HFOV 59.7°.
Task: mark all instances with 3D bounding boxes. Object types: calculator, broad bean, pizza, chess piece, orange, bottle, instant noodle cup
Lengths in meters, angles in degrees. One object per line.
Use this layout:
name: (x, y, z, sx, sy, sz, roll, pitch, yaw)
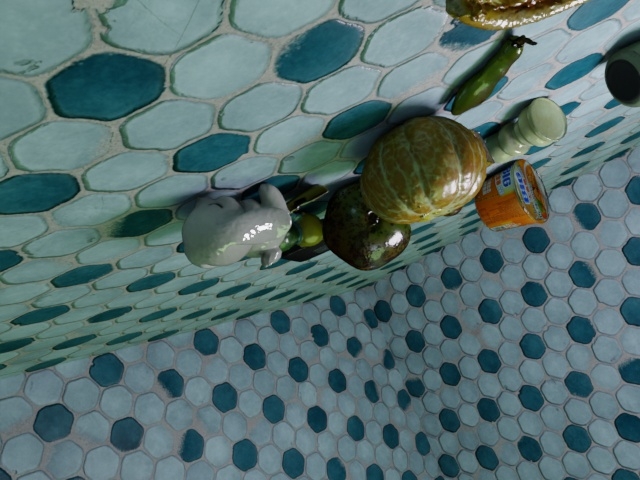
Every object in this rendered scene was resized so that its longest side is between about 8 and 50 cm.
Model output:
calculator: (-0.087, -0.094, 1.563, 0.237, 0.033, 0.157, -31, -172, 2)
broad bean: (0.382, -0.375, 1.261, 0.075, 0.067, 0.325, -50, 178, -26)
pizza: (0.377, -0.434, 0.957, 0.365, 0.073, 0.182, -17, 175, -25)
chess piece: (0.618, -0.321, 1.735, 0.144, 0.144, 0.251, -16, 171, -27)
orange: (0.256, -0.177, 1.434, 0.329, 0.249, 0.329, -18, 164, -6)
bottle: (0.960, -0.497, 1.506, 0.347, 0.168, 0.168, -26, 168, -7)
instant noodle cup: (0.797, -0.175, 2.357, 0.214, 0.296, 0.296, -21, 171, 42)

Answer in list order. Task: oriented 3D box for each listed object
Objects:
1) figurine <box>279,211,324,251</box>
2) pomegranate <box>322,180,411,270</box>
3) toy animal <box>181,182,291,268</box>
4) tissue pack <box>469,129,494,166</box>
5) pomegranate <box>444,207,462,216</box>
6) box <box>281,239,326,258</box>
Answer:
figurine: (-0.094, -0.022, 1.807, 0.234, 0.127, 0.185, -29, -173, -42)
pomegranate: (0.131, -0.042, 1.770, 0.285, 0.285, 0.341, -20, 178, -9)
toy animal: (-0.220, -0.019, 1.387, 0.272, 0.206, 0.265, -26, 171, 27)
tissue pack: (0.429, -0.248, 1.720, 0.169, 0.120, 0.082, -29, 168, 32)
pomegranate: (0.519, -0.152, 2.279, 0.130, 0.130, 0.130, -21, 167, -5)
box: (0.000, 0.000, 2.135, 0.290, 0.073, 0.289, -26, 168, 13)
